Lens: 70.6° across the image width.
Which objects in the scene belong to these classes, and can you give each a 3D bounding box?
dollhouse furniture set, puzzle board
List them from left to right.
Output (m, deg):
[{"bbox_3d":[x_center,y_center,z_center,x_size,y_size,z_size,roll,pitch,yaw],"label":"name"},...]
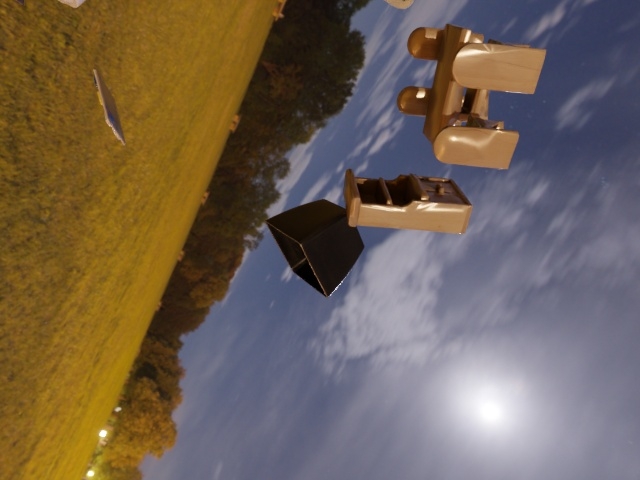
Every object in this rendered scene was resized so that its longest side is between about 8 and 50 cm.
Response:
[{"bbox_3d":[-0.391,-0.242,0.838,0.128,0.011,0.096,145,-70,-77],"label":"puzzle board"},{"bbox_3d":[0.202,-0.231,0.935,0.362,0.257,0.393,-94,-171,-60],"label":"dollhouse furniture set"}]

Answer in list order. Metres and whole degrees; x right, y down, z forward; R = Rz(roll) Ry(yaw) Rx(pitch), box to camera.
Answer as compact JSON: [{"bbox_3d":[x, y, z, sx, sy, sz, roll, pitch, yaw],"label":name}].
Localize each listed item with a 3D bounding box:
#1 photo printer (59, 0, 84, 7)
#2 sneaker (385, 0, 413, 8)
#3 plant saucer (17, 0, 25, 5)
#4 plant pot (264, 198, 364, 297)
[{"bbox_3d":[-0.574,-0.701,1.008,0.307,0.107,0.255,137,-25,-83],"label":"photo printer"},{"bbox_3d":[0.143,-0.721,1.212,0.094,0.258,0.091,-37,-147,50],"label":"sneaker"},{"bbox_3d":[-0.885,-0.726,1.217,0.036,0.199,0.198,-48,-166,1],"label":"plant saucer"},{"bbox_3d":[0.000,0.000,1.160,0.167,0.187,0.188,-37,-145,-15],"label":"plant pot"}]
